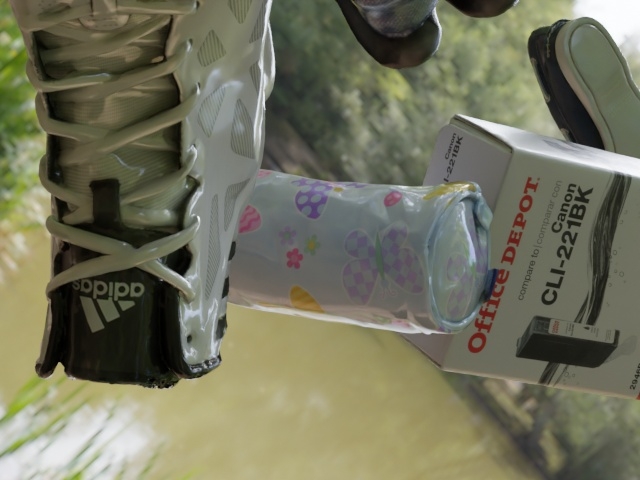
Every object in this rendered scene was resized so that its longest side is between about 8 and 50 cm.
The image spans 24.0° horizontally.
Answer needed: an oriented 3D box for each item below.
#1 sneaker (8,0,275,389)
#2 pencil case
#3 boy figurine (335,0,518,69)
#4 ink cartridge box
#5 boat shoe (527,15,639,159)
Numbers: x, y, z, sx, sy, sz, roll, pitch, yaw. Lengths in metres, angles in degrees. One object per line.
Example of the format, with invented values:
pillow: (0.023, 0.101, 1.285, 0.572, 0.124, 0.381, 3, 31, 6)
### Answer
sneaker: (-0.092, -0.059, 0.835, 0.447, 0.169, 0.257, 83, 7, -69)
pencil case: (0.000, 0.000, 1.195, 0.273, 0.124, 0.113, 5, -15, 30)
boy figurine: (0.039, -0.179, 0.693, 0.092, 0.177, 0.285, 56, -4, 20)
ink cartridge box: (0.217, 0.021, 1.304, 0.273, 0.197, 0.114, 11, 13, -26)
boat shoe: (0.287, -0.108, 1.530, 0.254, 0.095, 0.079, 56, -25, -19)
